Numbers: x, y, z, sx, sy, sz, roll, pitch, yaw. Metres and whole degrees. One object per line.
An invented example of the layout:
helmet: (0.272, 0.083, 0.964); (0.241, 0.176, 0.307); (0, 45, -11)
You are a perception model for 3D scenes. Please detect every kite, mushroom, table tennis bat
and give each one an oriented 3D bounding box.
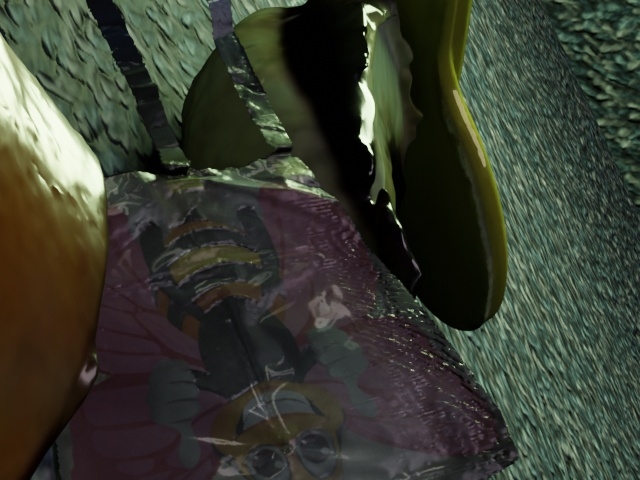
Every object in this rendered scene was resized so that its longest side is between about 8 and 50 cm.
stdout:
kite: (-0.057, -0.020, 0.853); (0.360, 0.204, 0.022); (69, -28, 21)
mushroom: (-0.002, 0.001, 1.034); (0.344, 0.130, 0.247); (-92, 174, -46)
table tennis bat: (0.066, -0.089, 1.235); (0.368, 0.054, 0.224); (89, -24, -53)

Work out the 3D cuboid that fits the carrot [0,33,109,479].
carrot: (-0.187, -0.066, 0.319); (0.340, 0.224, 0.224); (54, 20, -39)
